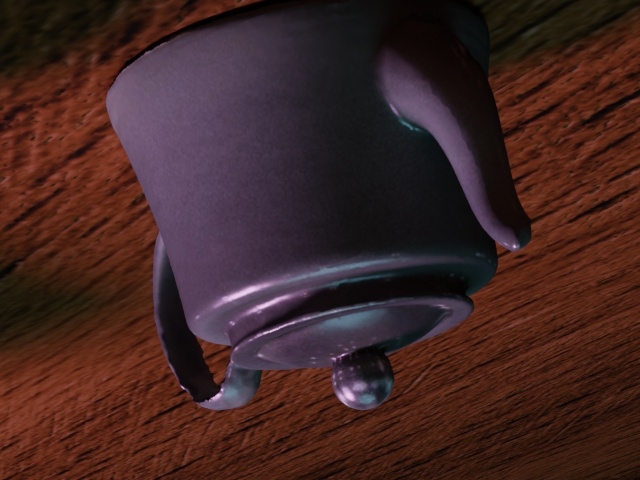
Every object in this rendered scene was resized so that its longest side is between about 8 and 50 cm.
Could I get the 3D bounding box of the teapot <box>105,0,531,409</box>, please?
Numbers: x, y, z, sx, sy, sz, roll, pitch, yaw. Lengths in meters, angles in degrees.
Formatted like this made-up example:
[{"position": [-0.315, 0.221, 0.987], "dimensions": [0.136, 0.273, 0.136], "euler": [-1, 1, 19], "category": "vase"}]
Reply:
[{"position": [0.000, 0.000, 0.813], "dimensions": [0.162, 0.149, 0.239], "euler": [-1, 162, -39], "category": "teapot"}]
